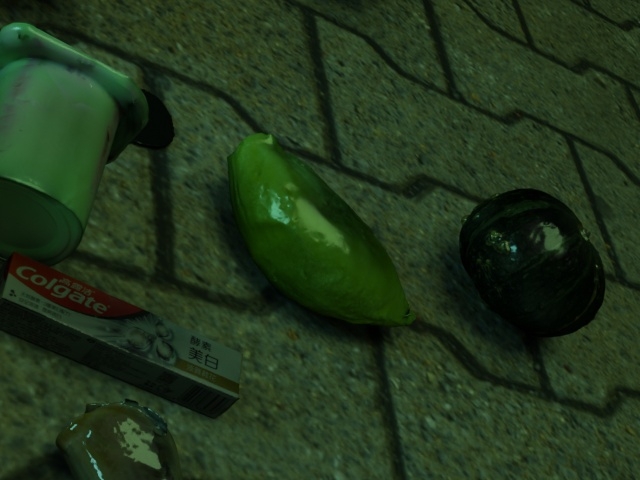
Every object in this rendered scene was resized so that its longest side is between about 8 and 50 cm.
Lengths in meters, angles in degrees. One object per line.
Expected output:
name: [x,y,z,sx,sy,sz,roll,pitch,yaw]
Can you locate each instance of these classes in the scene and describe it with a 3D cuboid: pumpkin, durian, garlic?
pumpkin: [0.244,0.025,1.270,0.190,0.146,0.190,63,5,-10]
durian: [0.000,0.000,1.094,0.250,0.101,0.139,47,35,2]
garlic: [-0.140,0.185,0.816,0.084,0.066,0.152,-18,62,-22]

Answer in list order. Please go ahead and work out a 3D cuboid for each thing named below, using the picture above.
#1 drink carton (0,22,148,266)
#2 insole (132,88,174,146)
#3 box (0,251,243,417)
drink carton: [-0.233,-0.065,0.907,0.144,0.146,0.142,26,48,-24]
insole: [-0.281,-0.152,1.050,0.322,0.007,0.109,15,47,-36]
box: [-0.166,0.080,0.905,0.218,0.039,0.055,28,40,-22]
